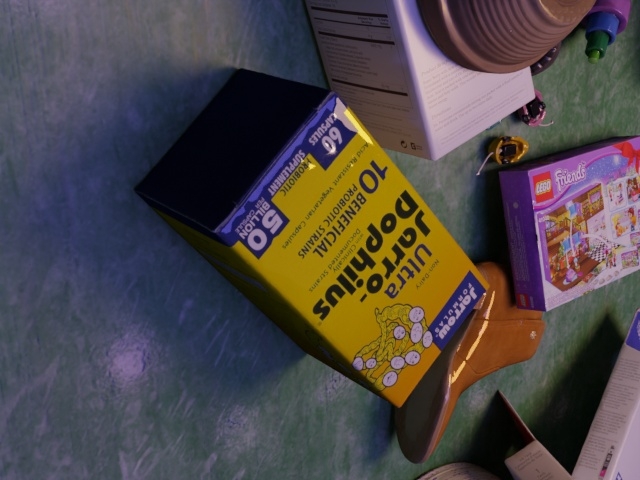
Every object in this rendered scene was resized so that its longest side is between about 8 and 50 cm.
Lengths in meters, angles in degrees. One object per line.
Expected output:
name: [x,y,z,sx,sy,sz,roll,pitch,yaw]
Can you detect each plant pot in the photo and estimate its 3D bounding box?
plant pot: [0.223,-0.292,1.058,0.237,0.109,0.237,-12,110,-37]

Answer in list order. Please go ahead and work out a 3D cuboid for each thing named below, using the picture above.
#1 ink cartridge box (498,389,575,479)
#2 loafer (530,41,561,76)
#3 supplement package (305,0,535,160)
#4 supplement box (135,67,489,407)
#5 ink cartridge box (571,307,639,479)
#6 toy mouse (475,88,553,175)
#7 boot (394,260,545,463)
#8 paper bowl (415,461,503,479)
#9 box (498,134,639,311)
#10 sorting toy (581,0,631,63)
ink cartridge box: [0.357,0.409,1.527,0.066,0.261,0.296,-33,123,-3]
loafer: [0.206,-0.386,1.249,0.134,0.130,0.366,-11,110,12]
supplement package: [0.104,-0.271,1.157,0.177,0.175,0.293,-32,121,-25]
supplement box: [0.000,0.000,1.159,0.194,0.195,0.356,-52,128,-11]
ink cartridge box: [0.520,0.335,1.638,0.330,0.071,0.324,-59,140,-25]
toy mouse: [0.264,-0.181,1.395,0.161,0.031,0.143,-19,116,-30]
boot: [0.227,0.177,1.440,0.211,0.104,0.295,7,97,-37]
paper bowl: [0.217,0.493,1.510,0.284,0.148,0.284,-11,110,-32]
box: [0.387,-0.032,1.471,0.293,0.057,0.201,-17,102,-38]
sorting toy: [0.338,-0.356,1.286,0.365,0.127,0.126,53,50,-53]
